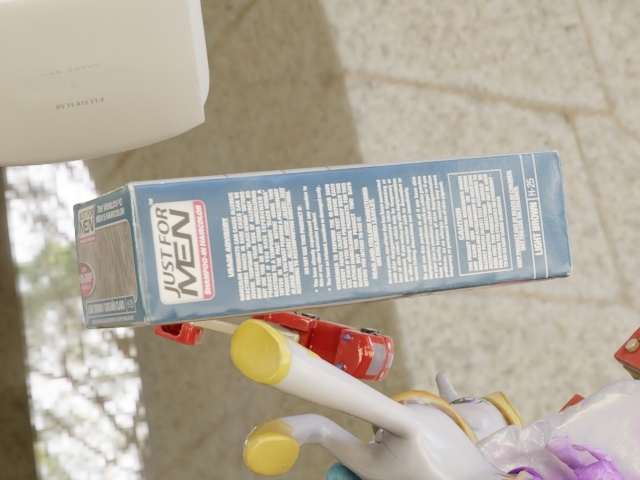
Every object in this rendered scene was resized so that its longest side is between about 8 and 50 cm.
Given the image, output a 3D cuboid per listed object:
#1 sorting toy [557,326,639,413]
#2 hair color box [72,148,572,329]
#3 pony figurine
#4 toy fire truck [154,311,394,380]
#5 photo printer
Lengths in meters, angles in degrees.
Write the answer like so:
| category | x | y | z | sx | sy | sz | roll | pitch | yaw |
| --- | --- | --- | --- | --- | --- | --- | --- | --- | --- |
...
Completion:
| category | x | y | z | sx | sy | sz | roll | pitch | yaw |
| --- | --- | --- | --- | --- | --- | --- | --- | --- | --- |
| sorting toy | 0.356 | 0.175 | 1.603 | 0.257 | 0.089 | 0.255 | -46 | 15 | -3 |
| hair color box | 0.000 | 0.000 | 1.227 | 0.347 | 0.105 | 0.174 | -5 | -3 | -23 |
| pony figurine | 0.127 | 0.197 | 1.178 | 0.363 | 0.351 | 0.302 | 13 | -67 | -53 |
| toy fire truck | -0.040 | 0.087 | 1.460 | 0.192 | 0.047 | 0.135 | 14 | 1 | 21 |
| photo printer | -0.234 | -0.178 | 1.471 | 0.256 | 0.107 | 0.307 | -11 | -27 | -6 |
